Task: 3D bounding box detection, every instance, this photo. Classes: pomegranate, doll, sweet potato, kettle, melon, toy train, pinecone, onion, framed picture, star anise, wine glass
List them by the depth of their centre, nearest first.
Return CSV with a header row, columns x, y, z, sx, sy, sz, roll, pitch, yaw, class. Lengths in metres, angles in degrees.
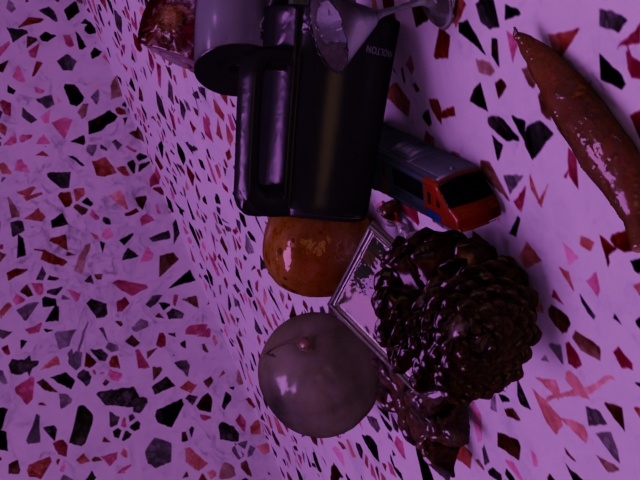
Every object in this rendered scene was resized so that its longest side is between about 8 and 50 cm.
x,y,z,sx,sy,sz,roll,pitch,yaw,class
0.306,-0.130,1.183,0.314,0.066,0.072,64,154,21,sweet potato
0.086,-0.305,1.409,0.122,0.182,0.122,161,90,-73,wine glass
0.189,0.094,1.530,0.292,0.246,0.246,-111,9,-62,pinecone
-0.003,-0.186,1.541,0.262,0.203,0.308,-38,-45,-80,kettle
0.135,-0.116,1.628,0.409,0.086,0.089,36,141,58,toy train
0.132,-0.033,1.802,0.085,0.040,0.058,52,168,50,doll
0.126,0.116,1.805,0.252,0.014,0.197,43,121,31,framed picture
-0.132,-0.416,1.893,0.221,0.161,0.237,-30,52,42,kettle
0.176,0.275,1.907,0.315,0.108,0.315,55,164,24,star anise
0.000,0.000,1.956,0.215,0.215,0.215,54,156,37,pomegranate
-0.223,-0.438,2.105,0.206,0.216,0.207,18,93,27,onion
-0.003,0.284,2.189,0.272,0.271,0.308,59,154,24,melon

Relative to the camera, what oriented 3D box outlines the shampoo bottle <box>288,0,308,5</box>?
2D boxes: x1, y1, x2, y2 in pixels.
x,y,z,sx,sy,sz,roll,pitch,yaw,class
-0.027,-0.411,1.783,0.065,0.065,0.205,55,157,33,shampoo bottle
